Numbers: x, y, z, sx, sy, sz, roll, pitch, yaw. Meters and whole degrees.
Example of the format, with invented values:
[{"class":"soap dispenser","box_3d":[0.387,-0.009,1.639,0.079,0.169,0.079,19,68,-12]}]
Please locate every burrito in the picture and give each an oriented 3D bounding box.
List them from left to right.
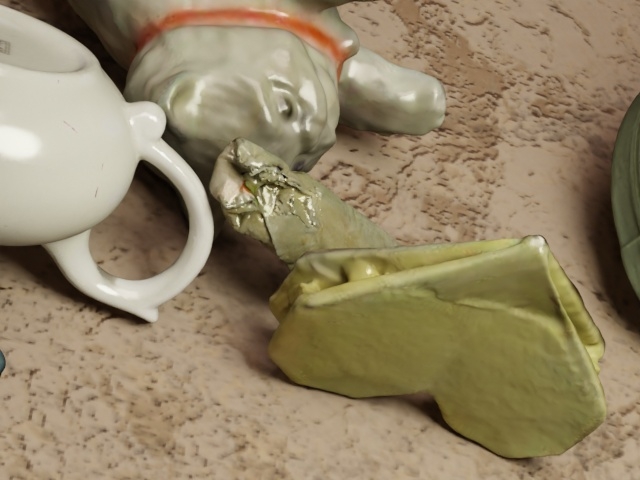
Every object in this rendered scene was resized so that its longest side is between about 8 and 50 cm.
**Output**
[{"class":"burrito","box_3d":[0.001,0.001,1.194,0.045,0.058,0.188,25,-8,47]}]

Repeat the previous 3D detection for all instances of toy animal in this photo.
[{"class":"toy animal","box_3d":[-0.091,-0.165,1.212,0.266,0.308,0.188,29,62,29]}]

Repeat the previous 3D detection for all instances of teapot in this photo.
[{"class":"teapot","box_3d":[-0.198,-0.055,1.127,0.298,0.139,0.204,20,14,-6]}]

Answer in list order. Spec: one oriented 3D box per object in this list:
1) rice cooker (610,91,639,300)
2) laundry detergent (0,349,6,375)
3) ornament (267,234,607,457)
[{"class":"rice cooker","box_3d":[0.355,-0.041,1.288,0.288,0.277,0.288,12,65,-25]},{"class":"laundry detergent","box_3d":[-0.276,0.050,1.050,0.206,0.061,0.096,28,54,-1]},{"class":"ornament","box_3d":[0.083,0.047,1.144,0.201,0.180,0.059,18,52,-14]}]
